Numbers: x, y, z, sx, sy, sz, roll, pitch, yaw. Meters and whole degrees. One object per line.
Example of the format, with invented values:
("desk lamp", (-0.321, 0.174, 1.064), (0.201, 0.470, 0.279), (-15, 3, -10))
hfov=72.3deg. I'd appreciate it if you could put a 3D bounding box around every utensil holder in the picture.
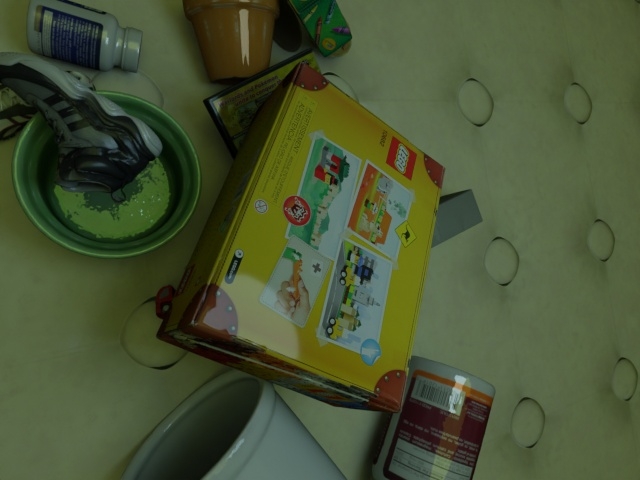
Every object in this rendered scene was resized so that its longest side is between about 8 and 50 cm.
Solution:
("utensil holder", (-0.119, 0.488, 0.816), (0.328, 0.328, 0.385), (-42, 105, -22))

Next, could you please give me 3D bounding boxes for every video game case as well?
("video game case", (-0.079, -0.248, 0.962), (0.275, 0.035, 0.248), (-36, 116, -23))

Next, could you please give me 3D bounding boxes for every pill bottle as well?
("pill bottle", (0.256, 0.499, 1.044), (0.224, 0.224, 0.392), (28, 75, -21))
("pill bottle", (-0.453, -0.396, 0.855), (0.187, 0.112, 0.111), (9, 81, -24))

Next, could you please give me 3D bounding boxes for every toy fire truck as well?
("toy fire truck", (-0.249, 0.083, 0.920), (0.192, 0.047, 0.135), (-12, 59, -3))

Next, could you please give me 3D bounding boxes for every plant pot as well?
("plant pot", (-0.186, -0.444, 0.953), (0.205, 0.205, 0.187), (-10, 105, -26))

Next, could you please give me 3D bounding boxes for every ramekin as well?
("ramekin", (-0.393, -0.112, 0.836), (0.304, 0.148, 0.303), (3, 84, -25))

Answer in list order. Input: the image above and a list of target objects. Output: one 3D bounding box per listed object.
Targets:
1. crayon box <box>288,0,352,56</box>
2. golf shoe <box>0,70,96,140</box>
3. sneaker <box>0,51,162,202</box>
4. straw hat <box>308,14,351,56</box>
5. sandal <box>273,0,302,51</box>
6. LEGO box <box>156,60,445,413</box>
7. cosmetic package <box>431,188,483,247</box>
("crayon box", (-0.045, -0.566, 0.965), (0.081, 0.165, 0.278), (-32, 73, 13))
("golf shoe", (-0.555, -0.257, 0.792), (0.273, 0.120, 0.105), (-26, 98, -24))
("sneaker", (-0.405, -0.169, 0.695), (0.269, 0.101, 0.153), (31, 70, -22))
("straw hat", (0.008, -0.522, 1.112), (0.145, 0.061, 0.144), (3, 86, -41))
("sandal", (-0.115, -0.576, 1.048), (0.240, 0.088, 0.079), (45, 45, -23))
("LEGO box", (0.000, 0.000, 0.795), (0.373, 0.193, 0.499), (30, 61, -24))
("cosmetic package", (0.299, -0.048, 1.169), (0.238, 0.127, 0.107), (-27, 98, -27))
